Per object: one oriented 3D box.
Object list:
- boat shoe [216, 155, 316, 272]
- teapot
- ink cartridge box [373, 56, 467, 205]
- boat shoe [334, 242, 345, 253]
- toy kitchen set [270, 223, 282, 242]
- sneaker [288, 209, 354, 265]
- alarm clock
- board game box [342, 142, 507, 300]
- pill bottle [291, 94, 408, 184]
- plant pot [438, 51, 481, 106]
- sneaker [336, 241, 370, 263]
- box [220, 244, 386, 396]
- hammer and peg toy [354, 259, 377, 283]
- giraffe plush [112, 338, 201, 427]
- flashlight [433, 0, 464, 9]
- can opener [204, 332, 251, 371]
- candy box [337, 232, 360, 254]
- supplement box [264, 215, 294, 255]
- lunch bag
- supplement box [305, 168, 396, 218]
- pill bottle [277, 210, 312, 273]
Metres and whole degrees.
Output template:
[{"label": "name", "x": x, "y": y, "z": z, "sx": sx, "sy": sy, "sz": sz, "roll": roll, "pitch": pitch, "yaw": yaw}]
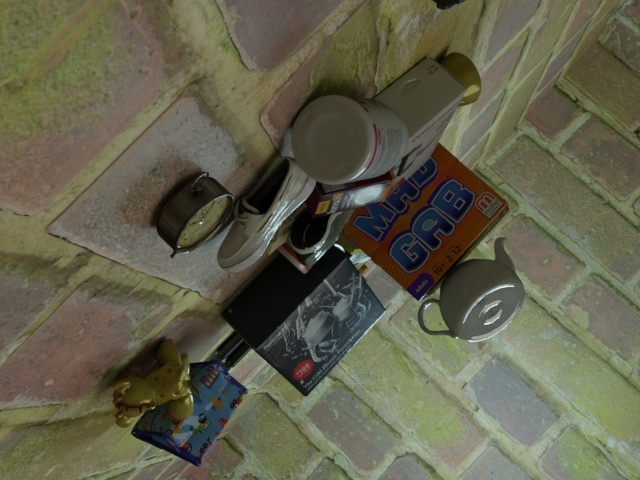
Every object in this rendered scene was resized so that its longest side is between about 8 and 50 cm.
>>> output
[{"label": "boat shoe", "x": -0.122, "y": -0.051, "z": 1.356, "sx": 0.267, "sy": 0.096, "sz": 0.088, "roll": -44, "pitch": 141, "yaw": 15}, {"label": "teapot", "x": 0.419, "y": 0.145, "z": 1.951, "sx": 0.256, "sy": 0.187, "sz": 0.252, "roll": -12, "pitch": 131, "yaw": -25}, {"label": "ink cartridge box", "x": 0.197, "y": -0.256, "z": 1.701, "sx": 0.226, "sy": 0.131, "sz": 0.306, "roll": -42, "pitch": 168, "yaw": -24}, {"label": "boat shoe", "x": 0.012, "y": 0.060, "z": 2.149, "sx": 0.114, "sy": 0.091, "sz": 0.302, "roll": -31, "pitch": 155, "yaw": -12}, {"label": "toy kitchen set", "x": -0.131, "y": -0.044, "z": 1.497, "sx": 0.068, "sy": 0.075, "sz": 0.083, "roll": 41, "pitch": 52, "yaw": -43}, {"label": "sneaker", "x": 0.015, "y": -0.051, "z": 1.694, "sx": 0.271, "sy": 0.100, "sz": 0.108, "roll": -51, "pitch": 154, "yaw": -30}, {"label": "alarm clock", "x": -0.200, "y": -0.053, "z": 1.122, "sx": 0.129, "sy": 0.064, "sz": 0.192, "roll": -40, "pitch": 169, "yaw": -30}, {"label": "board game box", "x": 0.296, "y": -0.081, "z": 2.059, "sx": 0.356, "sy": 0.356, "sz": 0.356, "roll": -49, "pitch": 168, "yaw": 10}, {"label": "pill bottle", "x": 0.070, "y": -0.197, "z": 1.371, "sx": 0.160, "sy": 0.160, "sz": 0.283, "roll": -52, "pitch": 167, "yaw": 21}, {"label": "plant pot", "x": 0.312, "y": -0.380, "z": 1.729, "sx": 0.095, "sy": 0.134, "sz": 0.134, "roll": -30, "pitch": 162, "yaw": -22}, {"label": "sneaker", "x": 0.116, "y": 0.021, "z": 2.377, "sx": 0.283, "sy": 0.110, "sz": 0.122, "roll": -39, "pitch": 162, "yaw": -34}, {"label": "box", "x": -0.038, "y": 0.200, "z": 1.935, "sx": 0.343, "sy": 0.179, "sz": 0.312, "roll": -46, "pitch": 137, "yaw": -8}, {"label": "hammer and peg toy", "x": 0.059, "y": 0.167, "z": 2.598, "sx": 0.361, "sy": 0.127, "sz": 0.266, "roll": -40, "pitch": 168, "yaw": -31}, {"label": "giraffe plush", "x": -0.377, "y": 0.332, "z": 1.554, "sx": 0.170, "sy": 0.181, "sz": 0.210, "roll": -14, "pitch": -173, "yaw": -26}, {"label": "flashlight", "x": 0.303, "y": -0.525, "z": 1.260, "sx": 0.304, "sy": 0.103, "sz": 0.103, "roll": -40, "pitch": 165, "yaw": -26}, {"label": "can opener", "x": -0.286, "y": 0.345, "z": 2.159, "sx": 0.283, "sy": 0.076, "sz": 0.095, "roll": -45, "pitch": -160, "yaw": -15}, {"label": "candy box", "x": 0.090, "y": -0.001, "z": 2.210, "sx": 0.027, "sy": 0.105, "sz": 0.206, "roll": -50, "pitch": 168, "yaw": 11}, {"label": "supplement box", "x": -0.103, "y": -0.017, "z": 1.647, "sx": 0.062, "sy": 0.036, "sz": 0.098, "roll": -40, "pitch": 166, "yaw": -35}, {"label": "lunch bag", "x": -0.363, "y": 0.421, "z": 1.800, "sx": 0.293, "sy": 0.138, "sz": 0.221, "roll": -4, "pitch": -136, "yaw": 50}, {"label": "supplement box", "x": 0.062, "y": -0.126, "z": 1.596, "sx": 0.188, "sy": 0.081, "sz": 0.104, "roll": -14, "pitch": 156, "yaw": -19}, {"label": "pill bottle", "x": -0.018, "y": -0.014, "z": 1.784, "sx": 0.180, "sy": 0.108, "sz": 0.108, "roll": -47, "pitch": 168, "yaw": -2}]
